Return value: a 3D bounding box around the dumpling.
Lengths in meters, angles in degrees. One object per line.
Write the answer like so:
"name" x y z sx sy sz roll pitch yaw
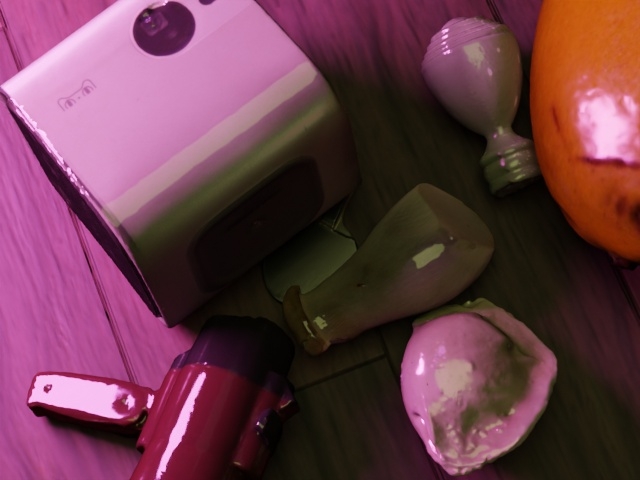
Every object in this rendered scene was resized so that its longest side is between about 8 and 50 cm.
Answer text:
"dumpling" 0.155 0.136 1.696 0.155 0.111 0.181 -13 75 3

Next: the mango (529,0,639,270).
"mango" 0.346 -0.182 1.724 0.301 0.220 0.445 -15 65 38

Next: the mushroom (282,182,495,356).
"mushroom" 0.071 0.040 1.754 0.225 0.093 0.116 -42 63 -3

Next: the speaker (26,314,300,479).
"speaker" -0.159 0.237 1.689 0.259 0.198 0.330 -13 47 38

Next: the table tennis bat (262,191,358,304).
"table tennis bat" 0.000 0.000 1.805 0.095 0.014 0.158 24 75 11

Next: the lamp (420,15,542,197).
"lamp" 0.171 -0.141 1.808 0.106 0.106 0.193 -18 81 -4

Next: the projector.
"projector" -0.135 -0.098 1.718 0.249 0.248 0.248 -38 68 -10
